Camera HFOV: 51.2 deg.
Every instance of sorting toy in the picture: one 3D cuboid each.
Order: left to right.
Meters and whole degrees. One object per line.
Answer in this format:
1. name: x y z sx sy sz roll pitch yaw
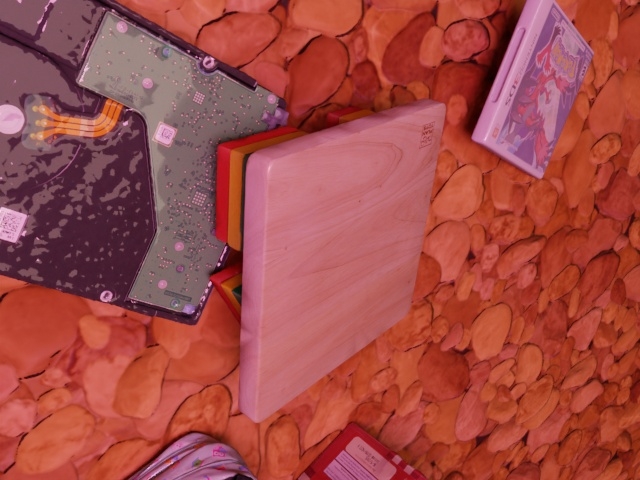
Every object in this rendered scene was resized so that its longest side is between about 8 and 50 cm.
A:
1. sorting toy: 0.000 0.000 0.652 0.257 0.089 0.255 -27 132 -45

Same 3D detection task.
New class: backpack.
1. backpack: -0.147 0.290 0.685 0.182 0.115 0.151 -39 135 -19

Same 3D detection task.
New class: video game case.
1. video game case: 0.269 -0.183 0.828 0.201 0.023 0.183 12 101 -53

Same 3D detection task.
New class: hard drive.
1. hard drive: -0.207 -0.081 0.545 0.339 0.064 0.236 22 93 -37

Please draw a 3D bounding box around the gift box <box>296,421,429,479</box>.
1. gift box: 0.103 0.407 0.811 0.276 0.255 0.258 -40 122 -12
